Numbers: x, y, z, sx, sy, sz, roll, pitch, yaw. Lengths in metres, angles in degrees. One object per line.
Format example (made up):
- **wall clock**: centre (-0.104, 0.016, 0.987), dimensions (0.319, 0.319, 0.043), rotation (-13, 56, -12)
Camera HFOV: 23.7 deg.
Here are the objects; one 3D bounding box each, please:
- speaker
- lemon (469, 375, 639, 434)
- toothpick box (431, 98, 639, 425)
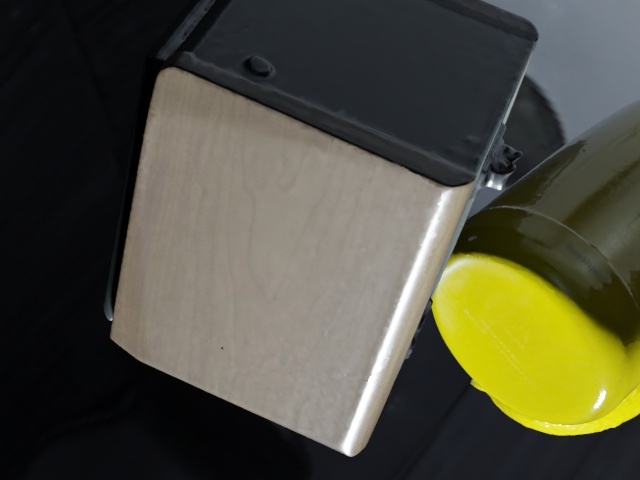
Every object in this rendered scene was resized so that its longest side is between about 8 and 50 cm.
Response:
- **speaker**: centre (-0.003, -0.024, 0.855), dimensions (0.193, 0.153, 0.231), rotation (23, 135, 5)
- **lemon**: centre (0.237, 0.092, 1.425), dimensions (0.193, 0.180, 0.180), rotation (-3, 140, 13)
- **toothpick box**: centre (0.227, 0.001, 1.177), dimensions (0.175, 0.271, 0.175), rotation (31, 142, 28)
